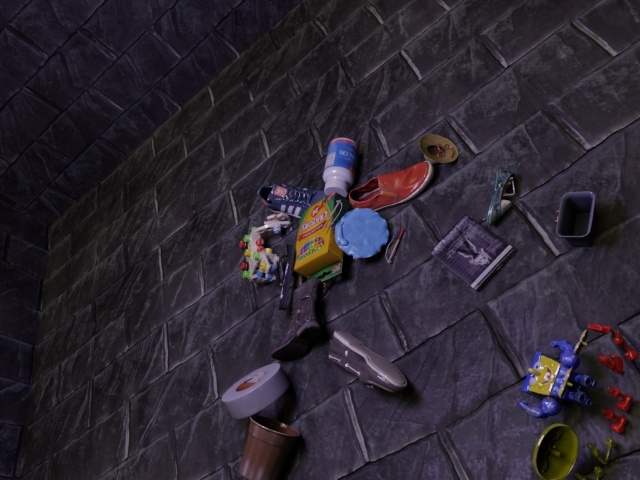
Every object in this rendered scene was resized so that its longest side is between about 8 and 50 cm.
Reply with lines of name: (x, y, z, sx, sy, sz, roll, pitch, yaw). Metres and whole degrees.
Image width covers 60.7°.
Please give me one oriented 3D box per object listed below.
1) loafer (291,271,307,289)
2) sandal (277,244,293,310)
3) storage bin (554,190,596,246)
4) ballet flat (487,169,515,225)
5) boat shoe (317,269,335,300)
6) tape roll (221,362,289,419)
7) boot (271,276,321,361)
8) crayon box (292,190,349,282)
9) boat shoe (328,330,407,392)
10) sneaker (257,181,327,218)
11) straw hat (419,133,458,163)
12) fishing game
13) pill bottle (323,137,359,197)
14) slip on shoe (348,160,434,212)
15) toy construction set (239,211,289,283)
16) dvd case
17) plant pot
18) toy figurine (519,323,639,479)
loafer: (-0.082, 0.121, 2.037, 0.050, 0.056, 0.148, -19, 51, 23)
sandal: (-0.134, 0.125, 1.983, 0.054, 0.097, 0.255, 8, 62, -2)
storage bin: (0.687, -0.049, 1.462, 0.098, 0.091, 0.135, 0, 62, 41)
ballet flat: (0.553, -0.131, 1.658, 0.070, 0.070, 0.189, 1, 67, 41)
boat shoe: (0.016, 0.151, 1.945, 0.049, 0.042, 0.133, 17, 76, 43)
tape roll: (-0.211, 0.492, 1.794, 0.219, 0.072, 0.219, -28, 4, 2)
boot: (-0.079, 0.275, 1.907, 0.263, 0.091, 0.229, -43, 33, 29)
crayon box: (0.000, 0.000, 1.985, 0.202, 0.081, 0.319, -30, 41, 41)
boat shoe: (0.134, 0.385, 1.647, 0.335, 0.112, 0.096, 31, 102, 53)
sneaker: (-0.117, -0.171, 2.197, 0.350, 0.148, 0.131, 2, 64, 41)
straw hat: (0.398, -0.299, 1.895, 0.061, 0.144, 0.145, 112, 161, -53)
fishing game: (0.142, -0.022, 1.875, 0.264, 0.041, 0.189, 22, 70, 11)
pill bottle: (0.077, -0.276, 2.119, 0.124, 0.124, 0.222, -11, 57, 36)
slip on shoe: (0.246, -0.190, 1.933, 0.331, 0.101, 0.123, -24, 48, 26)
toy construction set: (-0.226, 0.033, 2.151, 0.215, 0.151, 0.328, -46, 27, 45)
dvd case: (0.457, 0.033, 1.660, 0.164, 0.018, 0.221, -47, 42, 3)
plant pot: (-0.167, 0.650, 1.689, 0.167, 0.167, 0.165, 12, 80, 45)
toy figurine: (0.568, 0.368, 1.290, 0.363, 0.191, 0.217, -67, 14, -6)
